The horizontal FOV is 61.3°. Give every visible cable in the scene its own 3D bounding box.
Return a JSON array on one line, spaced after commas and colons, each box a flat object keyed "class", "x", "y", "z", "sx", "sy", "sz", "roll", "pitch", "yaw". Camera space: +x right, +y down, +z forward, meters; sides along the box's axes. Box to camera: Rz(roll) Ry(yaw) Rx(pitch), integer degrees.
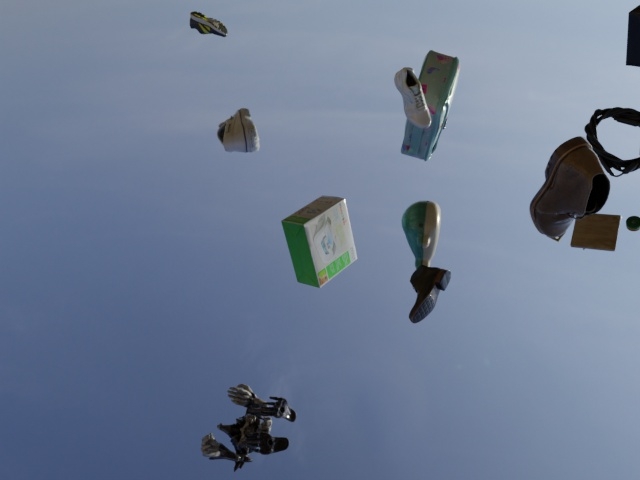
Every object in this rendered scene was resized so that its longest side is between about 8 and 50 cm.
[{"class": "cable", "x": 0.756, "y": -0.261, "z": 1.354, "sx": 0.150, "sy": 0.047, "sz": 0.185, "roll": -31, "pitch": -104, "yaw": 17}]

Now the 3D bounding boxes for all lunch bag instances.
[{"class": "lunch bag", "x": 0.303, "y": -0.359, "z": 1.502, "sx": 0.107, "sy": 0.279, "sz": 0.224, "roll": 15, "pitch": -111, "yaw": 10}]

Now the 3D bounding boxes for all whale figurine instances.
[{"class": "whale figurine", "x": 0.368, "y": -0.015, "z": 2.009, "sx": 0.141, "sy": 0.272, "sz": 0.216, "roll": 7, "pitch": -160, "yaw": 13}]

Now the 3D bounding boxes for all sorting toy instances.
[{"class": "sorting toy", "x": 0.902, "y": -0.023, "z": 1.788, "sx": 0.274, "sy": 0.046, "sz": 0.133, "roll": 7, "pitch": -117, "yaw": 33}]

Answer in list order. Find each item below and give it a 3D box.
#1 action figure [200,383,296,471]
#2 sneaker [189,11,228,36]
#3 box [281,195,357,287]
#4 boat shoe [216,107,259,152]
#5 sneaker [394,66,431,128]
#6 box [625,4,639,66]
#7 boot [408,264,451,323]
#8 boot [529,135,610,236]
[{"class": "action figure", "x": -0.160, "y": 0.388, "z": 1.131, "sx": 0.140, "sy": 0.275, "sz": 0.164, "roll": 29, "pitch": -123, "yaw": -16}, {"class": "sneaker", "x": -0.230, "y": -0.438, "z": 1.109, "sx": 0.083, "sy": 0.035, "sz": 0.031, "roll": 27, "pitch": -136, "yaw": -7}, {"class": "box", "x": 0.000, "y": 0.000, "z": 1.995, "sx": 0.126, "sy": 0.262, "sz": 0.231, "roll": 12, "pitch": -145, "yaw": 43}, {"class": "boat shoe", "x": -0.179, "y": -0.230, "z": 1.127, "sx": 0.075, "sy": 0.083, "sz": 0.226, "roll": -9, "pitch": -163, "yaw": -11}, {"class": "sneaker", "x": 0.218, "y": -0.334, "z": 1.266, "sx": 0.053, "sy": 0.152, "sz": 0.061, "roll": -26, "pitch": -177, "yaw": -7}, {"class": "box", "x": 0.374, "y": -0.229, "z": 0.573, "sx": 0.083, "sy": 0.062, "sz": 0.052, "roll": -35, "pitch": -141, "yaw": -19}, {"class": "boot", "x": 0.330, "y": 0.172, "z": 1.776, "sx": 0.106, "sy": 0.082, "sz": 0.219, "roll": 21, "pitch": -120, "yaw": 41}, {"class": "boot", "x": 0.533, "y": -0.077, "z": 1.159, "sx": 0.112, "sy": 0.305, "sz": 0.115, "roll": -22, "pitch": -123, "yaw": -2}]
